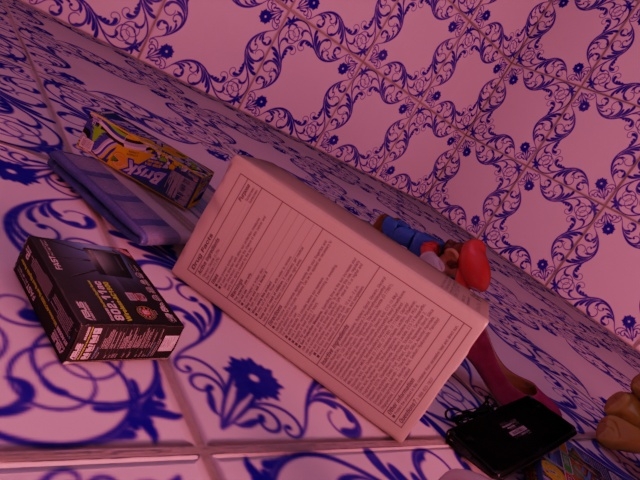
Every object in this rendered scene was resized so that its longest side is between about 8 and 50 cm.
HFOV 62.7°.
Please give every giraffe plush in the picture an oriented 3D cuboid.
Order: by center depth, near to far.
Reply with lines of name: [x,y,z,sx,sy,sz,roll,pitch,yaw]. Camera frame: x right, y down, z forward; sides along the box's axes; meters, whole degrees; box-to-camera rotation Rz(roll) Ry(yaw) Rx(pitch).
giraffe plush: [0.584,0.338,0.841,0.170,0.181,0.210,50,-2,-14]

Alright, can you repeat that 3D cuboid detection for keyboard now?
keyboard: [0.220,0.233,0.632,0.192,0.038,0.100,0,26,-41]

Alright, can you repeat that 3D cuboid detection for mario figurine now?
mario figurine: [0.263,0.054,1.296,0.198,0.170,0.320,-30,42,-33]

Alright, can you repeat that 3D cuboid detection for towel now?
towel: [-0.207,-0.047,0.741,0.209,0.034,0.285,37,15,22]

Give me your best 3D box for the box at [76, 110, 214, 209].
box: [-0.235,-0.110,0.715,0.169,0.054,0.059,31,15,-3]

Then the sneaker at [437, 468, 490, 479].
sneaker: [0.170,0.259,0.315,0.151,0.094,0.256,13,31,-37]

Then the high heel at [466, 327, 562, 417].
high heel: [0.280,0.181,0.788,0.244,0.117,0.082,31,13,0]

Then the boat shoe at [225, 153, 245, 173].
boat shoe: [-0.105,-0.086,0.896,0.065,0.075,0.206,18,-12,13]

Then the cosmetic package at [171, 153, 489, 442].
cosmetic package: [0.011,0.053,0.585,0.309,0.160,0.113,35,13,13]

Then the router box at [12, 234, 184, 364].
router box: [-0.184,0.047,0.436,0.122,0.038,0.092,40,17,34]

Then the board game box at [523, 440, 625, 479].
board game box: [0.302,0.295,0.601,0.136,0.035,0.201,34,14,15]

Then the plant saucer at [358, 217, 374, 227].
plant saucer: [0.042,-0.038,1.092,0.195,0.037,0.195,16,4,-1]
